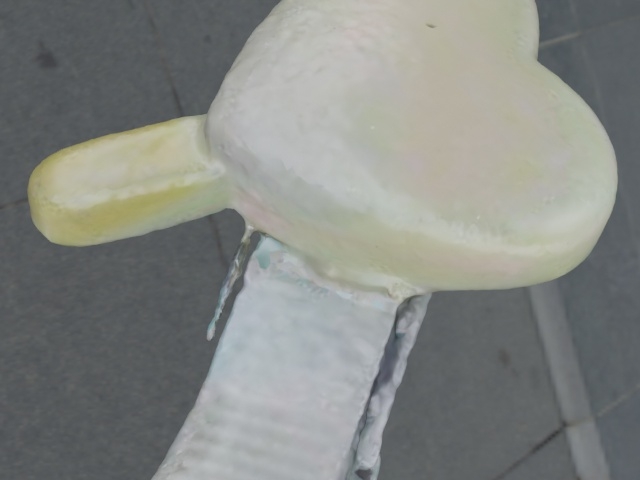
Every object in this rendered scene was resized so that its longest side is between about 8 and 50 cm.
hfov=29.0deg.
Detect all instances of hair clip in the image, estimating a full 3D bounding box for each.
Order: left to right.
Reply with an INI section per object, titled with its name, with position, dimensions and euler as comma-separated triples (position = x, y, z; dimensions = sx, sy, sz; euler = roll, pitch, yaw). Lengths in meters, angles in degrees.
[hair clip]
position = -0.003, -0.001, 0.363
dimensions = 0.159, 0.071, 0.218
euler = 19, 72, 4
